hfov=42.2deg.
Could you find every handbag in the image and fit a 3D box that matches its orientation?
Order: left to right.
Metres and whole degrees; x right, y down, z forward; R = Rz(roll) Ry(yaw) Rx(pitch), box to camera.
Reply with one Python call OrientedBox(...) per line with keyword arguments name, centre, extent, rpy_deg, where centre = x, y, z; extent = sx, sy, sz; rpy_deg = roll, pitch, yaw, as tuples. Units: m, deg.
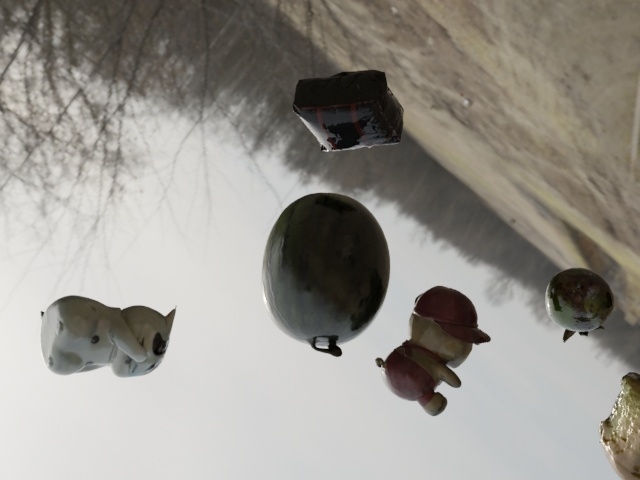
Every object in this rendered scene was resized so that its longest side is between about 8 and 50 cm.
OrientedBox(name="handbag", centre=(0.067, -0.281, 1.826), extent=(0.215, 0.155, 0.169), rpy_deg=(-2, 147, 23))

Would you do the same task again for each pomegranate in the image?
OrientedBox(name="pomegranate", centre=(0.555, 0.142, 1.768), extent=(0.169, 0.148, 0.148), rpy_deg=(62, 174, -31))

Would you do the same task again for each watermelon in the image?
OrientedBox(name="watermelon", centre=(0.010, 0.072, 1.756), extent=(0.279, 0.359, 0.279), rpy_deg=(7, 154, 3))

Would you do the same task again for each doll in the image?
OrientedBox(name="doll", centre=(-0.291, 0.134, 1.136), extent=(0.181, 0.110, 0.107), rpy_deg=(13, -158, -24))
OrientedBox(name="doll", centre=(0.238, 0.222, 1.718), extent=(0.196, 0.255, 0.152), rpy_deg=(26, 171, 30))

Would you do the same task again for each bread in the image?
OrientedBox(name="bread", centre=(0.652, 0.399, 1.554), extent=(0.262, 0.204, 0.163), rpy_deg=(23, -151, 21))
